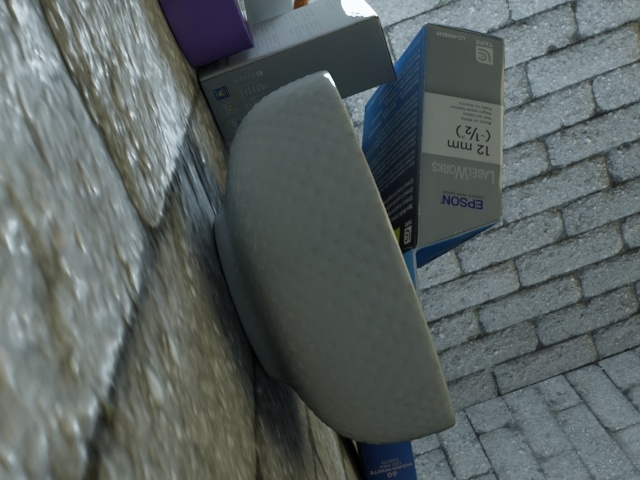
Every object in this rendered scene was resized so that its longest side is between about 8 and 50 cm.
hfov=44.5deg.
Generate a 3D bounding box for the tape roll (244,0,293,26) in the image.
[{"bbox_3d":[-0.099,-0.445,1.272,0.392,0.072,0.391,169,-90,-88],"label":"tape roll"}]

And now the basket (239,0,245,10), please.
[{"bbox_3d":[-0.164,-0.533,1.562,0.103,0.167,0.113,59,9,-45],"label":"basket"}]

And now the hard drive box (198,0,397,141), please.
[{"bbox_3d":[-0.037,-0.237,1.032,0.181,0.232,0.089,-105,174,-61],"label":"hard drive box"}]

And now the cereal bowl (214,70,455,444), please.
[{"bbox_3d":[-0.001,0.030,0.706,0.339,0.141,0.338,-21,90,-88],"label":"cereal bowl"}]

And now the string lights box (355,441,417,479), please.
[{"bbox_3d":[0.084,0.266,1.155,0.133,0.077,0.259,-107,-176,-60],"label":"string lights box"}]

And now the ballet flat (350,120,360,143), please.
[{"bbox_3d":[-0.006,-0.133,1.166,0.409,0.147,0.146,-90,160,-73],"label":"ballet flat"}]

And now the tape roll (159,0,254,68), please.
[{"bbox_3d":[-0.149,-0.308,0.934,0.189,0.080,0.188,-21,90,-88],"label":"tape roll"}]

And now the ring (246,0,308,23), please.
[{"bbox_3d":[-0.109,-0.477,1.672,0.337,0.032,0.336,-36,-132,53],"label":"ring"}]

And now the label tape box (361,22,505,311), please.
[{"bbox_3d":[0.129,-0.056,0.992,0.249,0.115,0.347,135,-41,-70],"label":"label tape box"}]
